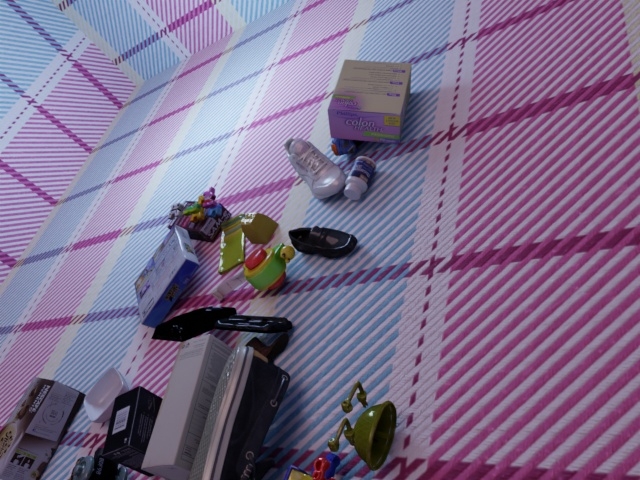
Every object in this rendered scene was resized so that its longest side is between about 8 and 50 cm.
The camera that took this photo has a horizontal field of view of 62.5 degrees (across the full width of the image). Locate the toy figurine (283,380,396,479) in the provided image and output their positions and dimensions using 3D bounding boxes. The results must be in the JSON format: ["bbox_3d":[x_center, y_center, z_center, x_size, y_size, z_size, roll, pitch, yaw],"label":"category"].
[{"bbox_3d":[-0.020,0.437,0.947,0.217,0.191,0.362,-11,46,42],"label":"toy figurine"}]

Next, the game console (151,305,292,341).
[{"bbox_3d":[-0.250,0.223,1.379,0.361,0.043,0.213,-2,8,31],"label":"game console"}]

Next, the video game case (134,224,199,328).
[{"bbox_3d":[-0.517,0.116,1.759,0.269,0.061,0.244,-53,36,11],"label":"video game case"}]

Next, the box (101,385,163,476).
[{"bbox_3d":[-0.433,0.473,1.301,0.093,0.158,0.156,-28,39,19],"label":"box"}]

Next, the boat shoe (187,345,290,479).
[{"bbox_3d":[-0.175,0.462,1.058,0.187,0.156,0.500,-45,25,53],"label":"boat shoe"}]

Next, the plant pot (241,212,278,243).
[{"bbox_3d":[-0.200,-0.045,1.654,0.082,0.083,0.081,1,55,44],"label":"plant pot"}]

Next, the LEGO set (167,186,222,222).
[{"bbox_3d":[-0.410,-0.125,1.798,0.227,0.087,0.093,-12,63,34],"label":"LEGO set"}]

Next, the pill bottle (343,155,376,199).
[{"bbox_3d":[0.111,-0.177,1.511,0.067,0.067,0.120,-1,54,42],"label":"pill bottle"}]

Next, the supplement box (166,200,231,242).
[{"bbox_3d":[-0.443,-0.072,1.912,0.239,0.073,0.130,7,60,46],"label":"supplement box"}]

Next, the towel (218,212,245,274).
[{"bbox_3d":[-0.292,0.006,1.742,0.102,0.021,0.237,-29,39,19],"label":"towel"}]

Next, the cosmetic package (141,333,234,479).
[{"bbox_3d":[-0.281,0.398,1.237,0.113,0.160,0.309,-19,42,30],"label":"cosmetic package"}]

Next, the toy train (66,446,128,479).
[{"bbox_3d":[-0.581,0.677,1.268,0.190,0.142,0.333,-36,36,25],"label":"toy train"}]

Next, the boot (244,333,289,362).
[{"bbox_3d":[-0.142,0.264,1.345,0.106,0.037,0.114,-51,33,-13],"label":"boot"}]

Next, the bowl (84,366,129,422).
[{"bbox_3d":[-0.633,0.468,1.578,0.142,0.053,0.142,-50,37,-10],"label":"bowl"}]

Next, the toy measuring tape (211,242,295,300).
[{"bbox_3d":[-0.201,0.111,1.484,0.330,0.121,0.121,-32,38,26],"label":"toy measuring tape"}]

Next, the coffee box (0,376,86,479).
[{"bbox_3d":[-0.892,0.590,1.642,0.168,0.119,0.297,-6,50,40],"label":"coffee box"}]

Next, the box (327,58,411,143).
[{"bbox_3d":[0.155,-0.425,1.603,0.214,0.117,0.243,7,54,12],"label":"box"}]

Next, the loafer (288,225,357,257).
[{"bbox_3d":[0.000,0.000,1.431,0.223,0.078,0.076,2,56,44],"label":"loafer"}]

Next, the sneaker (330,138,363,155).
[{"bbox_3d":[0.120,-0.352,1.680,0.087,0.083,0.221,15,67,31],"label":"sneaker"}]

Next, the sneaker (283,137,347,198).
[{"bbox_3d":[-0.029,-0.227,1.619,0.114,0.152,0.305,-44,38,-4],"label":"sneaker"}]
